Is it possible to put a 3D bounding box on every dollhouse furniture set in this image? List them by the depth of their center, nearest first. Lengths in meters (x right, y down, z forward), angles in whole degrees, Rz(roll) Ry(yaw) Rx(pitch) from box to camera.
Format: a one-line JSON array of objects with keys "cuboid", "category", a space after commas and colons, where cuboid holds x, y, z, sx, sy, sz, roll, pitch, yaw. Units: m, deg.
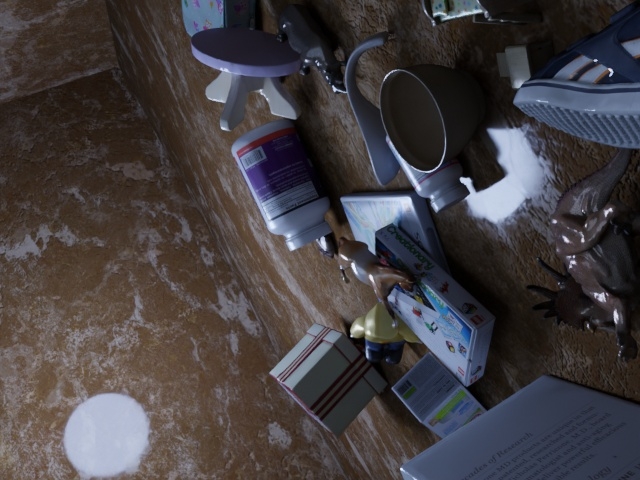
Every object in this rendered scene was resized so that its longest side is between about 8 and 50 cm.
[{"cuboid": [0.197, -0.274, 0.795, 0.182, 0.101, 0.160, 25, 136, 61], "category": "dollhouse furniture set"}]

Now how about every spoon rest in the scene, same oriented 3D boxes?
[{"cuboid": [0.099, -0.233, 1.095, 0.137, 0.084, 0.276, -63, -32, -57], "category": "spoon rest"}]

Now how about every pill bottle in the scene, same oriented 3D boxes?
[{"cuboid": [0.186, -0.131, 1.022, 0.160, 0.087, 0.087, 60, 160, 9], "category": "pill bottle"}, {"cuboid": [-0.092, -0.143, 1.581, 0.322, 0.182, 0.181, 65, 161, -2], "category": "pill bottle"}]

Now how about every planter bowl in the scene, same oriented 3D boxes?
[{"cuboid": [0.181, -0.199, 0.917, 0.162, 0.109, 0.162, 52, 158, 32], "category": "planter bowl"}]

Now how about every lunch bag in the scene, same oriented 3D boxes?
[{"cuboid": [-0.261, -0.604, 1.535, 0.279, 0.108, 0.223, 46, 142, 37], "category": "lunch bag"}]

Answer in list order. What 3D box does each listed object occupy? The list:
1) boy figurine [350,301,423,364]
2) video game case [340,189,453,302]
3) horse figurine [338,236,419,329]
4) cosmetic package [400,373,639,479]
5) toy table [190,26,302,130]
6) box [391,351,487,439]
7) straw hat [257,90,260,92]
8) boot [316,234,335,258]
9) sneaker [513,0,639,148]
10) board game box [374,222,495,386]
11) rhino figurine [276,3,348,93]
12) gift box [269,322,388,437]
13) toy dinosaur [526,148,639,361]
[{"cuboid": [0.159, 0.222, 1.428, 0.285, 0.178, 0.092, 77, -160, -67], "category": "boy figurine"}, {"cuboid": [0.174, 0.034, 1.334, 0.329, 0.036, 0.299, 8, 121, 67], "category": "video game case"}, {"cuboid": [0.102, 0.067, 1.249, 0.263, 0.066, 0.174, 45, 160, 38], "category": "horse figurine"}, {"cuboid": [0.389, 0.447, 0.857, 0.329, 0.328, 0.394, 67, 162, -9], "category": "cosmetic package"}, {"cuboid": [-0.169, -0.388, 1.420, 0.274, 0.252, 0.160, 27, 139, 26], "category": "toy table"}, {"cuboid": [0.259, 0.342, 1.274, 0.103, 0.114, 0.203, 45, 179, 44], "category": "box"}, {"cuboid": [-0.166, -0.427, 1.591, 0.061, 0.144, 0.144, 23, 158, -4], "category": "straw hat"}, {"cuboid": [0.000, 0.000, 1.733, 0.118, 0.042, 0.086, 46, 156, 43], "category": "boot"}, {"cuboid": [0.320, -0.166, 0.600, 0.127, 0.126, 0.321, -65, 17, 7], "category": "sneaker"}, {"cuboid": [0.217, 0.126, 1.208, 0.305, 0.053, 0.192, 48, 155, 38], "category": "board game box"}, {"cuboid": [-0.012, -0.389, 1.234, 0.243, 0.073, 0.106, 55, 162, 20], "category": "rhino figurine"}, {"cuboid": [0.039, 0.423, 1.855, 0.276, 0.258, 0.255, 50, 164, -20], "category": "gift box"}, {"cuboid": [0.345, 0.018, 0.761, 0.200, 0.127, 0.295, -151, 45, -69], "category": "toy dinosaur"}]
